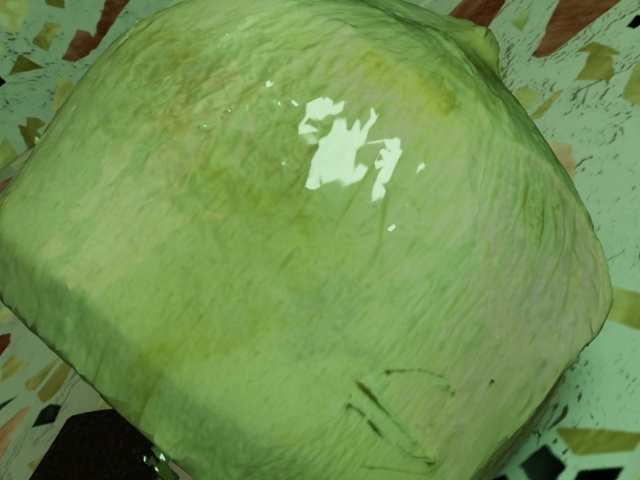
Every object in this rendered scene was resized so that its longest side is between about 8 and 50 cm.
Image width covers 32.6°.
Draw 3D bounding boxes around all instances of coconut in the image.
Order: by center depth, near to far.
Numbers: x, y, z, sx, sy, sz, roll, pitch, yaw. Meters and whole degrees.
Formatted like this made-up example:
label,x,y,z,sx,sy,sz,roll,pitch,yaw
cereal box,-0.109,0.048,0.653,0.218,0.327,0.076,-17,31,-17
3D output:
label,x,y,z,sx,sy,sz,roll,pitch,yaw
coconut,0.000,0.000,0.747,0.404,0.404,0.404,-30,28,18

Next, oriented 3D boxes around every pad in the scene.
label,x,y,z,sx,sy,sz,roll,pitch,yaw
pad,-0.256,0.288,1.038,0.220,0.004,0.330,-14,36,41
